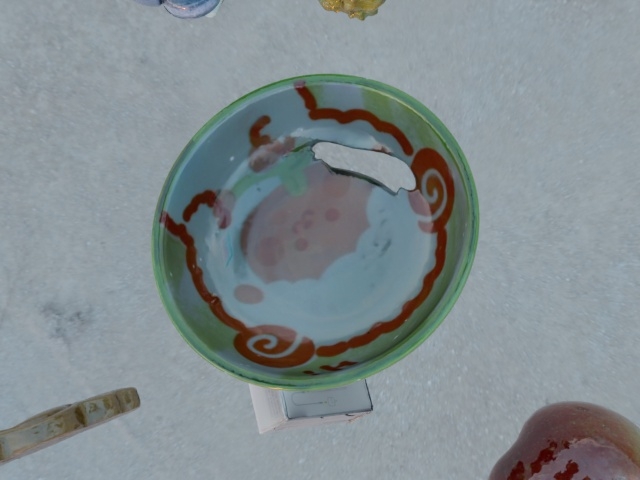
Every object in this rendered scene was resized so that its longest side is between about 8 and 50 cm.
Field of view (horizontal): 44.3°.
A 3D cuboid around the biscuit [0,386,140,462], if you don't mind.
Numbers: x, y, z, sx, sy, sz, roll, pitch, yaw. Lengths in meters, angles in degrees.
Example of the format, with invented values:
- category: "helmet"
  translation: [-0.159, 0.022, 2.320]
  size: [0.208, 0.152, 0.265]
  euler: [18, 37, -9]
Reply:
- category: "biscuit"
  translation: [-0.370, 0.248, 0.979]
  size: [0.295, 0.186, 0.044]
  euler: [-20, 84, -28]

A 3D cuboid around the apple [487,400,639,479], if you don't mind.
- category: "apple"
  translation: [0.469, 0.465, 1.460]
  size: [0.277, 0.348, 0.348]
  euler: [31, 94, 27]

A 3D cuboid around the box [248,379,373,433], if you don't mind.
- category: "box"
  translation: [-0.035, 0.223, 1.474]
  size: [0.106, 0.203, 0.251]
  euler: [-37, 61, 44]

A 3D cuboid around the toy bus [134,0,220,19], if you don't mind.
- category: "toy bus"
  translation: [-0.131, -0.405, 0.844]
  size: [0.294, 0.197, 0.231]
  euler: [-26, 61, -2]

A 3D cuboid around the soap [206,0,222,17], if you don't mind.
- category: "soap"
  translation: [-0.234, -0.512, 1.497]
  size: [0.067, 0.198, 0.119]
  euler: [15, 113, -33]

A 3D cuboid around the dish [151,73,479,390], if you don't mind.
- category: "dish"
  translation: [0.000, 0.000, 0.808]
  size: [0.324, 0.124, 0.324]
  euler: [-4, 71, 12]

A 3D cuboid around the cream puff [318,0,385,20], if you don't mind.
- category: "cream puff"
  translation: [0.048, -0.427, 1.305]
  size: [0.146, 0.116, 0.146]
  euler: [13, 57, -21]
